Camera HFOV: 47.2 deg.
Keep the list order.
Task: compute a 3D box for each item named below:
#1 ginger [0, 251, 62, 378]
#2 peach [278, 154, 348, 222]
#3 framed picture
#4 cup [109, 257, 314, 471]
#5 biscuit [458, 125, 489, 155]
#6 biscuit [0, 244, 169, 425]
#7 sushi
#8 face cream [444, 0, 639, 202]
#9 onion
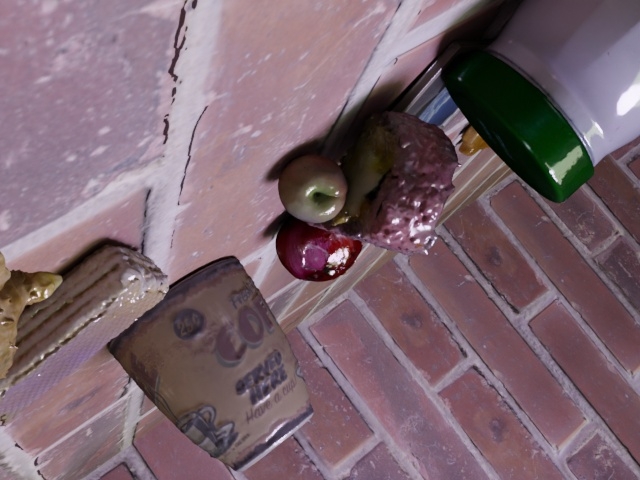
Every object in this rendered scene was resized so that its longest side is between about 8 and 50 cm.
[{"bbox_3d":[-0.254,0.057,0.429,0.216,0.102,0.157,-26,142,-41],"label":"ginger"},{"bbox_3d":[-0.010,-0.061,0.846,0.083,0.083,0.083,-37,171,-7],"label":"peach"},{"bbox_3d":[0.172,-0.207,1.009,0.189,0.023,0.260,-47,167,33],"label":"framed picture"},{"bbox_3d":[-0.136,0.195,1.094,0.227,0.257,0.301,-36,173,5],"label":"cup"},{"bbox_3d":[0.377,-0.257,1.484,0.239,0.041,0.212,-41,164,22],"label":"biscuit"},{"bbox_3d":[-0.262,0.094,0.708,0.239,0.061,0.108,-39,169,0],"label":"biscuit"},{"bbox_3d":[0.072,-0.076,0.910,0.241,0.108,0.161,15,-92,67],"label":"sushi"},{"bbox_3d":[0.344,-0.237,0.860,0.357,0.219,0.312,-42,171,7],"label":"face cream"},{"bbox_3d":[0.000,0.000,1.076,0.131,0.131,0.131,-37,171,-7],"label":"onion"}]
